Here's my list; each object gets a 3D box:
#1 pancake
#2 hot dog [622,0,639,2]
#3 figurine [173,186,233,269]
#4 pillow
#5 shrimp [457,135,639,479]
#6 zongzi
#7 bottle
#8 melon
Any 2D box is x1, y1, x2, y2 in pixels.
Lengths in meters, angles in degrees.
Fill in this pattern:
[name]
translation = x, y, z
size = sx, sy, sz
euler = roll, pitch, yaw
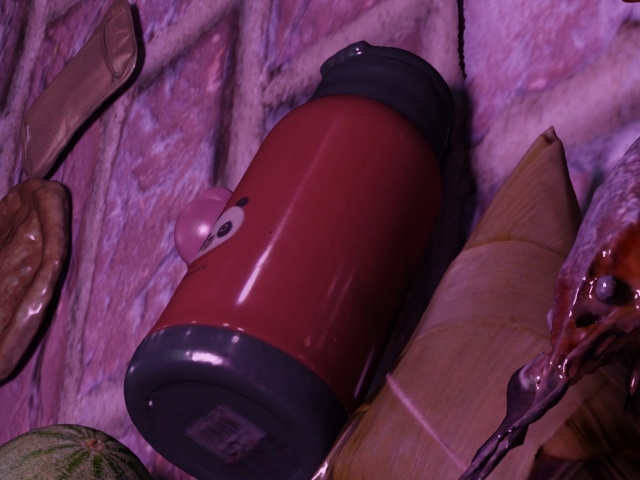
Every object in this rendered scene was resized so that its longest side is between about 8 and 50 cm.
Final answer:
[pancake]
translation = -0.336, 0.042, 1.567
size = 0.222, 0.042, 0.236
euler = 2, 70, 56
[hot dog]
translation = 0.269, -0.193, 0.821
size = 0.196, 0.122, 0.272
euler = -51, 31, -3
[figurine]
translation = -0.090, -0.002, 1.237
size = 0.071, 0.067, 0.083
euler = 150, 121, -68
[pillow]
translation = -0.267, -0.163, 1.614
size = 0.217, 0.033, 0.130
euler = -45, 41, 26
[shrimp]
translation = 0.178, 0.024, 0.705
size = 0.343, 0.145, 0.116
euler = -40, 11, -26
[zongzi]
translation = 0.151, 0.083, 0.786
size = 0.289, 0.154, 0.318
euler = 14, 76, 49
[bottle]
translation = 0.000, 0.000, 0.982
size = 0.144, 0.144, 0.336
euler = -24, 30, 44
[melon]
translation = -0.231, 0.278, 1.142
size = 0.288, 0.182, 0.182
euler = -58, 34, 8
